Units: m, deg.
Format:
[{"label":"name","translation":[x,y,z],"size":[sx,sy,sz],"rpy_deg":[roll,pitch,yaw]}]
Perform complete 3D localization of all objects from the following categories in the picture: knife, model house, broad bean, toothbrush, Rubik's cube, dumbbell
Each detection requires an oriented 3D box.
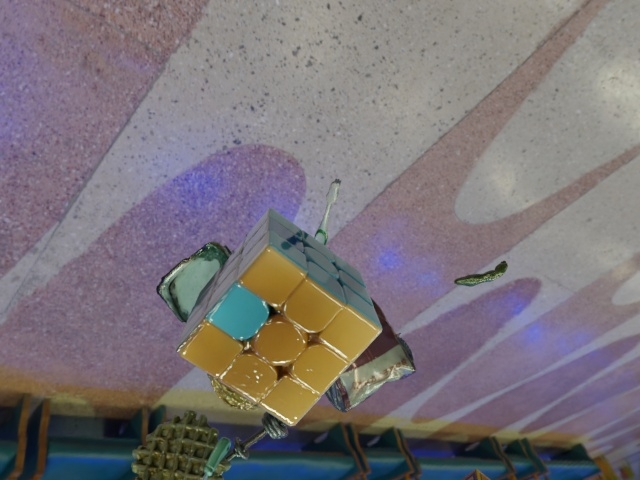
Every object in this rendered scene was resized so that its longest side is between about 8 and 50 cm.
[{"label":"knife","translation":[-0.330,0.677,1.380],"size":[0.034,0.260,0.063],"rpy_deg":[22,140,12]},{"label":"model house","translation":[-0.342,0.119,1.602],"size":[0.253,0.184,0.291],"rpy_deg":[-40,178,13]},{"label":"broad bean","translation":[0.561,0.123,1.687],"size":[0.195,0.061,0.046],"rpy_deg":[-24,112,1]},{"label":"toothbrush","translation":[-0.002,0.003,1.465],"size":[0.042,0.040,0.418],"rpy_deg":[22,124,9]},{"label":"Rubik's cube","translation":[-0.086,0.149,1.054],"size":[0.291,0.290,0.291],"rpy_deg":[38,102,-14]},{"label":"dumbbell","translation":[-0.214,0.649,1.614],"size":[0.254,0.110,0.110],"rpy_deg":[-34,139,-4]}]

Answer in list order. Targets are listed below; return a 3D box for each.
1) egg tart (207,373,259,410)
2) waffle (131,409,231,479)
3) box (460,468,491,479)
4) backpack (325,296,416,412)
[{"label":"egg tart","translation":[-0.213,0.391,1.546],"size":[0.294,0.295,0.116],"rpy_deg":[-5,177,-16]},{"label":"waffle","translation":[-0.441,0.700,1.539],"size":[0.291,0.309,0.056],"rpy_deg":[-33,145,-12]},{"label":"box","translation":[0.437,0.736,1.179],"size":[0.192,0.301,0.084],"rpy_deg":[40,111,-5]},{"label":"backpack","translation":[0.098,0.309,1.465],"size":[0.283,0.318,0.197],"rpy_deg":[-25,175,-19]}]
